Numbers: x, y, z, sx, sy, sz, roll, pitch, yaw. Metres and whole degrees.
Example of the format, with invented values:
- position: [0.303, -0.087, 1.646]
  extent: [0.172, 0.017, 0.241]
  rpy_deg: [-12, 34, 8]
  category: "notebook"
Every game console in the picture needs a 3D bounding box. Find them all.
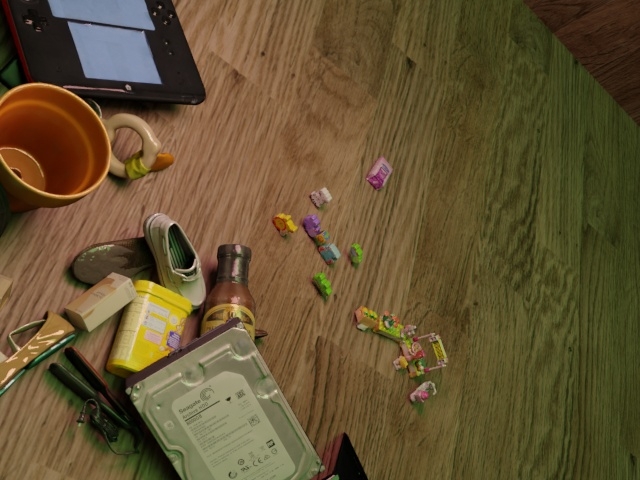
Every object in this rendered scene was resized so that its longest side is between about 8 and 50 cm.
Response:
- position: [-0.435, -0.426, 1.574]
  extent: [0.386, 0.060, 0.342]
  rpy_deg: [-6, 63, -44]
  category: "game console"
- position: [-0.537, -0.309, 1.511]
  extent: [0.122, 0.071, 0.107]
  rpy_deg: [44, 18, -22]
  category: "game console"

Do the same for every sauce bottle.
- position: [-0.185, 0.178, 1.552]
  extent: [0.111, 0.111, 0.345]
  rpy_deg: [16, 66, -38]
  category: "sauce bottle"

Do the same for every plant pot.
- position: [-0.495, -0.136, 1.350]
  extent: [0.205, 0.188, 0.205]
  rpy_deg: [19, 60, -37]
  category: "plant pot"

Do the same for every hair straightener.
- position: [-0.393, 0.297, 1.374]
  extent: [0.230, 0.047, 0.089]
  rpy_deg: [56, 45, -16]
  category: "hair straightener"

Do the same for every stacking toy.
- position: [0.000, 0.000, 1.864]
  extent: [0.167, 0.052, 0.221]
  rpy_deg: [-40, 103, -43]
  category: "stacking toy"

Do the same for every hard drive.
- position: [-0.168, 0.336, 1.425]
  extent: [0.236, 0.064, 0.339]
  rpy_deg: [-29, 105, -9]
  category: "hard drive"

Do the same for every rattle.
- position: [-0.395, -0.218, 1.569]
  extent: [0.199, 0.130, 0.143]
  rpy_deg: [34, 35, 5]
  category: "rattle"

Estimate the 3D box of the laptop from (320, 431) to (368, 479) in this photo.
- position: [0.020, 0.653, 1.569]
  extent: [0.407, 0.236, 0.382]
  rpy_deg: [-25, 90, -27]
  category: "laptop"

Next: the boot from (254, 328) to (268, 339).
- position: [-0.162, 0.151, 1.654]
  extent: [0.106, 0.037, 0.114]
  rpy_deg: [6, 65, -40]
  category: "boot"

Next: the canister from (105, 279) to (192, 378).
- position: [-0.319, 0.177, 1.467]
  extent: [0.126, 0.073, 0.170]
  rpy_deg: [30, 55, -31]
  category: "canister"

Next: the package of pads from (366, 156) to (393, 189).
- position: [0.159, -0.179, 2.098]
  extent: [0.050, 0.032, 0.083]
  rpy_deg: [45, 47, -16]
  category: "package of pads"

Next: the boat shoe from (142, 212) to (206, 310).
- position: [-0.270, 0.052, 1.510]
  extent: [0.083, 0.075, 0.226]
  rpy_deg: [-44, 129, -27]
  category: "boat shoe"

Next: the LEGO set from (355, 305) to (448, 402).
- position: [0.214, 0.248, 1.914]
  extent: [0.287, 0.107, 0.132]
  rpy_deg: [55, 45, -11]
  category: "LEGO set"

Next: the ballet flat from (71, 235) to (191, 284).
- position: [-0.364, 0.026, 1.508]
  extent: [0.249, 0.058, 0.084]
  rpy_deg: [-18, 117, -40]
  category: "ballet flat"

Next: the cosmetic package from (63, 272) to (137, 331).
- position: [-0.394, 0.110, 1.414]
  extent: [0.115, 0.060, 0.041]
  rpy_deg: [-41, 129, -36]
  category: "cosmetic package"

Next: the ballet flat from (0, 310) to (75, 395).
- position: [-0.504, 0.195, 1.291]
  extent: [0.073, 0.080, 0.232]
  rpy_deg: [49, 37, -4]
  category: "ballet flat"

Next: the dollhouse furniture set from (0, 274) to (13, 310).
- position: [-0.575, 0.155, 1.228]
  extent: [0.101, 0.161, 0.182]
  rpy_deg: [20, 30, -10]
  category: "dollhouse furniture set"

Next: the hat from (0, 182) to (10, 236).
- position: [-0.642, -0.016, 1.176]
  extent: [0.133, 0.332, 0.331]
  rpy_deg: [30, 39, 23]
  category: "hat"
